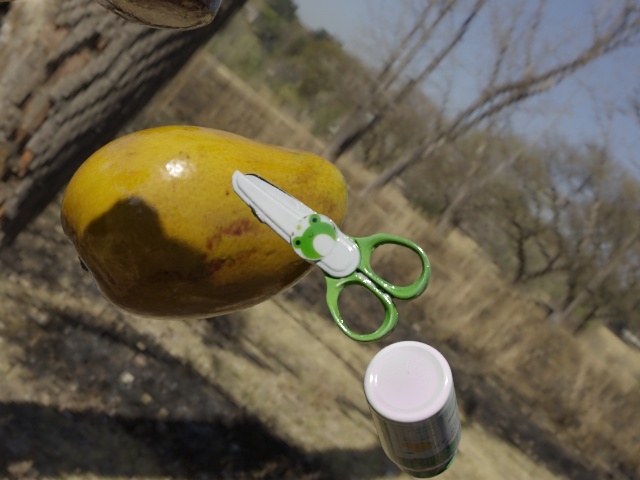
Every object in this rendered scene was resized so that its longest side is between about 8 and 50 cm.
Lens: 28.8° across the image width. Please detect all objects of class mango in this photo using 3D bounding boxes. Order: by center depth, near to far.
[{"bbox_3d":[-0.147,-0.024,1.631,0.378,0.264,0.221,-6,30,-17],"label":"mango"}]

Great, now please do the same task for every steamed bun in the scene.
[{"bbox_3d":[-0.271,-0.491,2.134,0.248,0.235,0.379,15,-4,-6],"label":"steamed bun"}]

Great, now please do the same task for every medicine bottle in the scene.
[{"bbox_3d":[0.147,0.269,1.908,0.133,0.133,0.274,43,-15,28],"label":"medicine bottle"}]

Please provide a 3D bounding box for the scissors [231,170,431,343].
[{"bbox_3d":[0.000,0.000,1.112,0.204,0.101,0.027,39,-3,16],"label":"scissors"}]
